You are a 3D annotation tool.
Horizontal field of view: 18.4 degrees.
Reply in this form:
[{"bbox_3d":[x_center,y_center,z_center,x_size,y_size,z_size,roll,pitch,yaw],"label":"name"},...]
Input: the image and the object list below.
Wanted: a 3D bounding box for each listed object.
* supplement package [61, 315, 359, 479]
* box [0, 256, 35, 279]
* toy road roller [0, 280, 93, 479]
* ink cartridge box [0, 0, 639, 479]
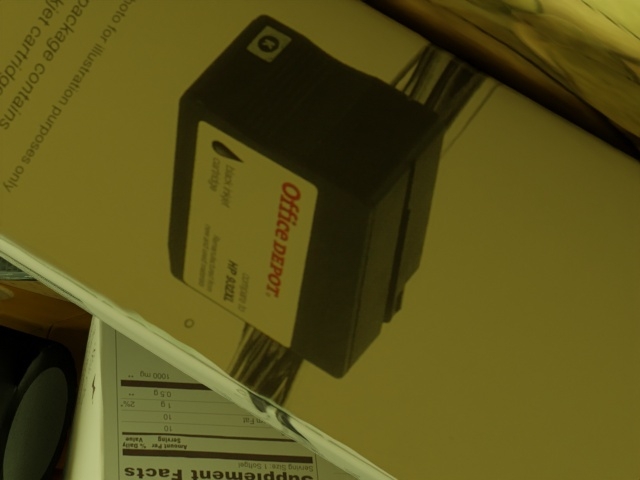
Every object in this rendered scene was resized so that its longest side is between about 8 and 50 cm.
[{"bbox_3d":[-0.028,0.166,0.986,0.204,0.262,0.145,4,-135,-12],"label":"supplement package"},{"bbox_3d":[-0.115,-0.008,0.998,0.232,0.059,0.183,1,179,-22],"label":"box"},{"bbox_3d":[-0.226,0.131,1.128,0.202,0.241,0.329,15,-169,14],"label":"toy road roller"},{"bbox_3d":[0.000,0.000,0.693,0.307,0.129,0.223,31,174,8],"label":"ink cartridge box"}]
